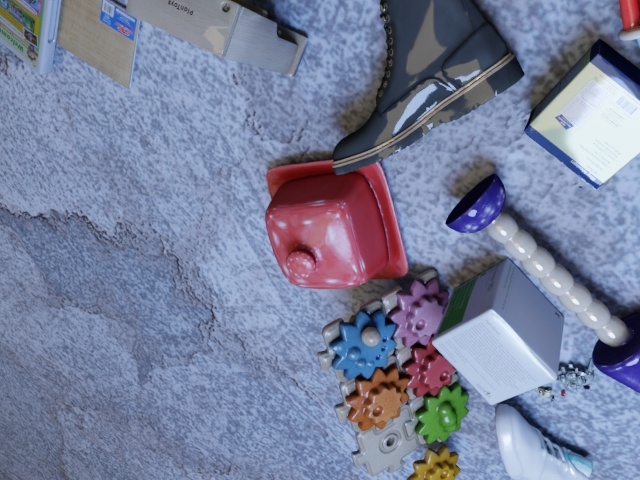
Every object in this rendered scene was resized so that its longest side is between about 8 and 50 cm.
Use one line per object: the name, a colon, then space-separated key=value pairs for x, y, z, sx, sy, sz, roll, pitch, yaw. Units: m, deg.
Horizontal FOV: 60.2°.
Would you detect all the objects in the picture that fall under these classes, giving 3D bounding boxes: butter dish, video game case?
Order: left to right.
video game case: x=-0.405 y=-0.348 z=0.685 sx=0.212 sy=0.023 sz=0.193 roll=39 pitch=131 yaw=5
butter dish: x=0.000 y=0.000 z=0.630 sx=0.159 sy=0.118 sz=0.160 roll=-2 pitch=119 yaw=31

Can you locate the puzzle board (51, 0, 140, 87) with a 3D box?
puzzle board: x=-0.280 y=-0.263 z=0.686 sx=0.128 sy=0.011 sz=0.096 roll=32 pitch=129 yaw=6

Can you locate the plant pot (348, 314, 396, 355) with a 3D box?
plant pot: x=0.069 y=0.157 z=0.717 sx=0.081 sy=0.083 sz=0.082 roll=0 pitch=120 yaw=29

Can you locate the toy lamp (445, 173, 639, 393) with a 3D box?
toy lamp: x=0.249 y=0.051 z=0.550 sx=0.274 sy=0.080 sz=0.080 roll=42 pitch=131 yaw=-2

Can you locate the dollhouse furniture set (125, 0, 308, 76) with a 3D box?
dollhouse furniture set: x=-0.051 y=-0.288 z=0.489 sx=0.212 sy=0.161 sz=0.242 roll=28 pitch=107 yaw=11

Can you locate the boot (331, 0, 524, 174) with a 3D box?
boot: x=0.069 y=-0.161 z=0.525 sx=0.197 sy=0.077 sz=0.137 roll=-29 pitch=99 yaw=25

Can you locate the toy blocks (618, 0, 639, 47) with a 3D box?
toy blocks: x=0.271 y=-0.197 z=0.391 sx=0.123 sy=0.054 sz=0.148 roll=-14 pitch=112 yaw=36

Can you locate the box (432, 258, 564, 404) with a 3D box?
box: x=0.194 y=0.098 z=0.596 sx=0.102 sy=0.101 sz=0.087 roll=46 pitch=130 yaw=-5

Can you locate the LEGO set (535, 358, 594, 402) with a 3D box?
LEGO set: x=0.285 y=0.166 z=0.641 sx=0.054 sy=0.023 sz=0.083 roll=22 pitch=128 yaw=15

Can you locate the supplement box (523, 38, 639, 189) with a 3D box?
supplement box: x=0.236 y=-0.106 z=0.469 sx=0.083 sy=0.056 sz=0.083 roll=39 pitch=131 yaw=1

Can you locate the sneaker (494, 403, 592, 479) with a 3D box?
sneaker: x=0.287 y=0.277 z=0.691 sx=0.094 sy=0.080 sz=0.212 roll=-21 pitch=115 yaw=25

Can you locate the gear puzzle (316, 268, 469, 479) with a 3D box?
gear puzzle: x=0.114 y=0.214 z=0.681 sx=0.044 sy=0.175 sz=0.339 roll=33 pitch=144 yaw=59
